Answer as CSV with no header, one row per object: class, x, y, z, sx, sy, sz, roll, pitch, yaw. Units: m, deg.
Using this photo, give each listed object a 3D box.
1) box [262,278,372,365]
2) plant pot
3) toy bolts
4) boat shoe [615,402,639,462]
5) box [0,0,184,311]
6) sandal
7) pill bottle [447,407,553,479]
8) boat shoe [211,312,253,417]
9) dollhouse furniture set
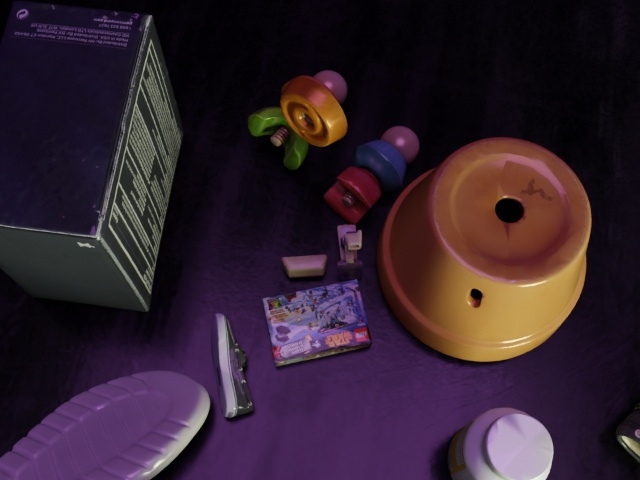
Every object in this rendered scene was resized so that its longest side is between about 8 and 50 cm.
box,-0.005,0.113,1.051,0.137,0.027,0.094,-11,68,-5
plant pot,0.225,-0.003,1.008,0.291,0.203,0.291,0,69,0
toy bolts,0.044,-0.162,1.081,0.228,0.218,0.158,45,67,-4
boat shoe,0.502,0.326,0.940,0.091,0.114,0.302,-36,62,-14
box,-0.305,-0.093,0.982,0.182,0.296,0.294,6,68,0
sandal,-0.315,0.308,0.930,0.169,0.102,0.416,31,53,34
pill bottle,0.217,0.258,0.915,0.103,0.184,0.103,0,69,-1
boat shoe,-0.120,0.167,1.022,0.040,0.049,0.142,-2,69,-22
dollhouse furniture set,0.000,0.000,1.075,0.114,0.091,0.081,-4,54,0
